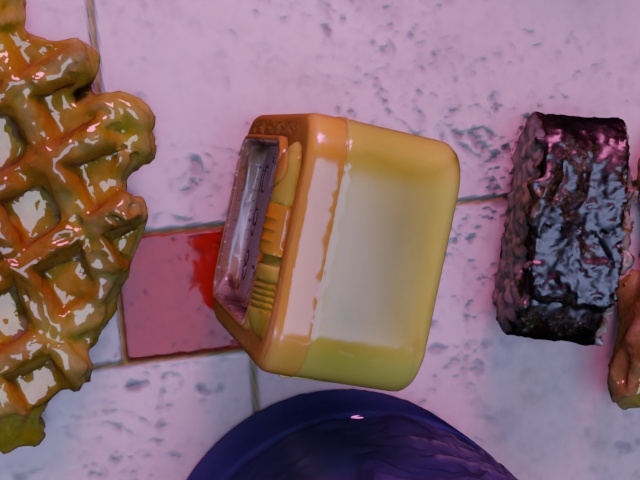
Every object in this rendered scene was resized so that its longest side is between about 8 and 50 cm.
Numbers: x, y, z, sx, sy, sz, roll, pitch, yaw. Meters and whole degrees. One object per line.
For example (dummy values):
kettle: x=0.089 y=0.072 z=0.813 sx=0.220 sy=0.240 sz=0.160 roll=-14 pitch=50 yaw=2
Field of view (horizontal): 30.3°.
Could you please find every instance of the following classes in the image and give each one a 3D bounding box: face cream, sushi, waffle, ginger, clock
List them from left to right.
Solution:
waffle: x=-0.261 y=-0.015 z=0.701 sx=0.302 sy=0.068 sz=0.325 roll=17 pitch=90 yaw=-13
clock: x=0.000 y=0.000 z=0.686 sx=0.096 sy=0.202 sz=0.144 roll=9 pitch=93 yaw=-13
face cream: x=0.033 y=0.231 z=0.705 sx=0.248 sy=0.225 sz=0.249 roll=-1 pitch=97 yaw=-12
sushi: x=0.161 y=-0.008 z=0.777 sx=0.078 sy=0.090 sz=0.151 roll=6 pitch=89 yaw=-4
ginger: x=0.262 y=0.022 z=0.804 sx=0.115 sy=0.081 sz=0.206 roll=12 pitch=91 yaw=-7
